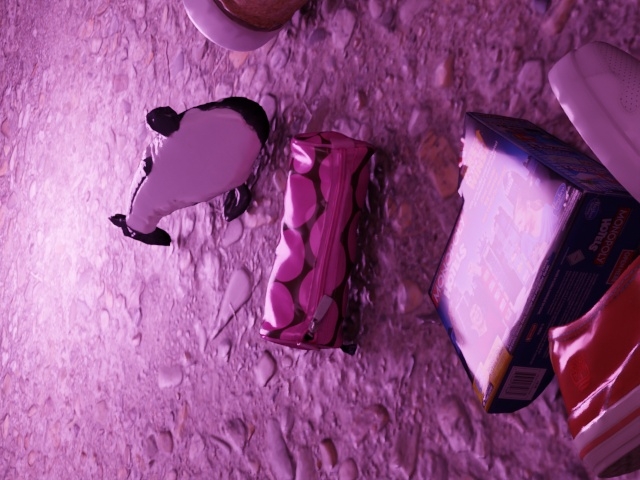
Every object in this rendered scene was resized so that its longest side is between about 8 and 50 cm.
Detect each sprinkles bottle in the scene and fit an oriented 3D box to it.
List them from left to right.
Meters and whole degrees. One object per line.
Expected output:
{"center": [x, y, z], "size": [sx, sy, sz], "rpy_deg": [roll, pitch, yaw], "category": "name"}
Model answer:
{"center": [-0.003, -0.319, 1.035], "size": [0.355, 0.121, 0.121], "rpy_deg": [-30, 59, 47], "category": "sprinkles bottle"}

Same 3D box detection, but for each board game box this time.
{"center": [0.149, -0.005, 0.792], "size": [0.194, 0.060, 0.194], "rpy_deg": [-109, 30, -52], "category": "board game box"}

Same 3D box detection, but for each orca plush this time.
{"center": [-0.136, -0.089, 1.236], "size": [0.151, 0.102, 0.287], "rpy_deg": [36, 135, 3], "category": "orca plush"}

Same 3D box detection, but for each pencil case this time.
{"center": [0.000, 0.000, 0.993], "size": [0.098, 0.095, 0.209], "rpy_deg": [-88, 6, -88], "category": "pencil case"}

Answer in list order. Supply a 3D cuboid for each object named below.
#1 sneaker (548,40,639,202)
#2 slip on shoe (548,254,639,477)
{"center": [0.275, -0.066, 0.620], "size": [0.292, 0.108, 0.169], "rpy_deg": [54, 125, 32], "category": "sneaker"}
{"center": [0.226, 0.000, 0.517], "size": [0.331, 0.123, 0.101], "rpy_deg": [-53, 52, 41], "category": "slip on shoe"}
